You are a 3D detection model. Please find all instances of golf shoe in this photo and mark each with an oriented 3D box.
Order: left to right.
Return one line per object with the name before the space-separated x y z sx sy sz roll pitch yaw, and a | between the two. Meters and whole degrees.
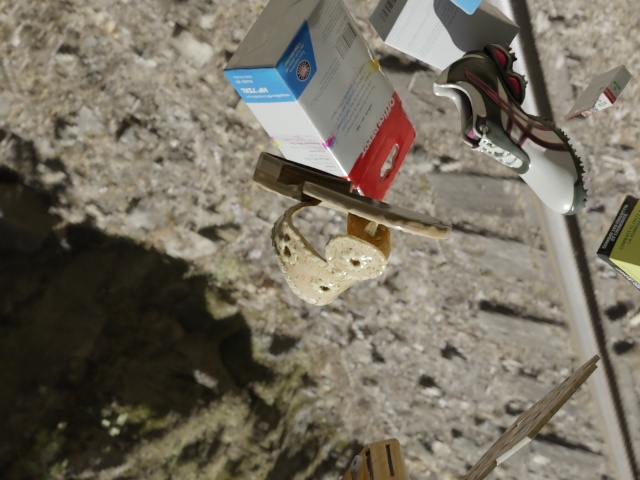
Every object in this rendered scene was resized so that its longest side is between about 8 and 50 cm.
golf shoe | 0.262 -0.140 1.361 0.272 0.120 0.105 58 158 10

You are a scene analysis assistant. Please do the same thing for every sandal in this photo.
sandal | 0.006 0.002 0.631 0.088 0.079 0.240 15 -173 -23

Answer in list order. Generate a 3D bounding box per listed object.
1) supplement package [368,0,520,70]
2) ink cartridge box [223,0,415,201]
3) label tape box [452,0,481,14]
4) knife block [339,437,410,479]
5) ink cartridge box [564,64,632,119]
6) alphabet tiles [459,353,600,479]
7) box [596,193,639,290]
supplement package | 0.179 -0.317 1.431 0.179 0.105 0.105 20 114 -23
ink cartridge box | 0.008 -0.150 1.072 0.078 0.134 0.231 5 144 39
label tape box | 0.037 -0.327 0.572 0.348 0.249 0.115 22 -161 -45
knife block | 0.080 0.332 0.845 0.242 0.088 0.275 27 111 -16
ink cartridge box | 0.439 -0.225 1.541 0.029 0.115 0.063 47 151 -14
alphabet tiles | 0.209 0.212 1.050 0.009 0.198 0.237 45 150 12
box | 0.308 0.027 0.661 0.087 0.058 0.232 33 172 -34
